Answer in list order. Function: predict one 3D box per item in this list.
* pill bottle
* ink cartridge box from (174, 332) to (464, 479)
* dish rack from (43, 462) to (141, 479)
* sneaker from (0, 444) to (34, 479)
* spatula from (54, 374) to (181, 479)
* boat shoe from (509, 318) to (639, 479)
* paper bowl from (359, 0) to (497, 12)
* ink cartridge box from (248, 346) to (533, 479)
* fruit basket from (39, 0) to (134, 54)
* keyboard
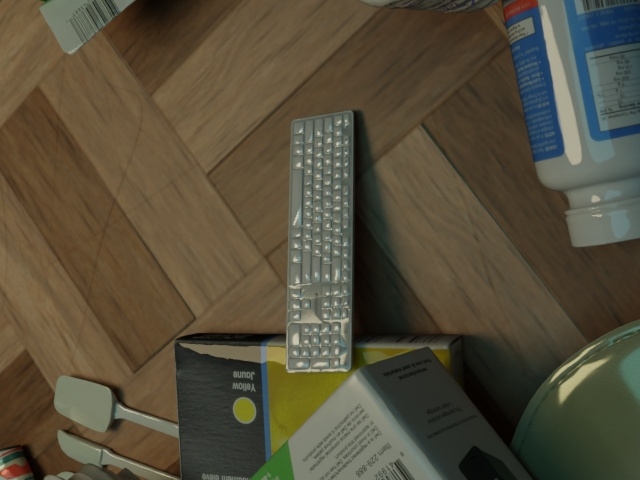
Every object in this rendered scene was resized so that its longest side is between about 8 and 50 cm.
[{"bbox_3d":[0.231,-0.110,0.802,0.124,0.124,0.222,-10,91,26],"label":"pill bottle"},{"bbox_3d":[0.000,0.248,0.976,0.303,0.072,0.307,-2,91,23],"label":"ink cartridge box"},{"bbox_3d":[-0.144,0.376,1.004,0.333,0.072,0.285,36,142,18],"label":"dish rack"},{"bbox_3d":[-0.406,0.321,1.181,0.161,0.057,0.075,-43,72,20],"label":"sneaker"},{"bbox_3d":[-0.210,0.258,1.104,0.242,0.019,0.168,13,100,24],"label":"spatula"},{"bbox_3d":[0.235,0.200,0.839,0.127,0.113,0.340,35,113,29],"label":"boat shoe"},{"bbox_3d":[0.114,-0.328,0.777,0.284,0.148,0.284,179,90,-69],"label":"paper bowl"},{"bbox_3d":[0.085,0.270,0.805,0.211,0.121,0.289,-49,67,28],"label":"ink cartridge box"},{"bbox_3d":[-0.204,-0.416,0.983,0.353,0.165,0.327,-36,80,8],"label":"fruit basket"},{"bbox_3d":[0.000,0.000,0.946,0.072,0.014,0.256,-4,77,24],"label":"keyboard"}]
